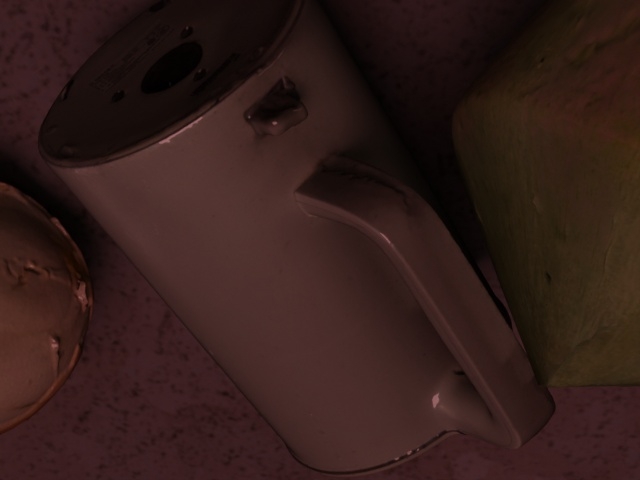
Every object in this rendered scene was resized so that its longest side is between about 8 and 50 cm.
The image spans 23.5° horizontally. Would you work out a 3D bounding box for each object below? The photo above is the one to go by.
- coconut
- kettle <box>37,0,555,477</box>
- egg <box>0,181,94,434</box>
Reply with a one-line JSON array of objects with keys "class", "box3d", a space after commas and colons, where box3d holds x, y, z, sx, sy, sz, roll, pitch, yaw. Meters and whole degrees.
[{"class": "coconut", "box3d": [0.232, -0.036, 0.946, 0.281, 0.328, 0.328, 33, 132, 33]}, {"class": "kettle", "box3d": [0.002, -0.010, 1.037, 0.265, 0.205, 0.318, -12, 126, 33]}, {"class": "egg", "box3d": [-0.295, 0.060, 1.149, 0.244, 0.201, 0.201, -20, 119, 33]}]
